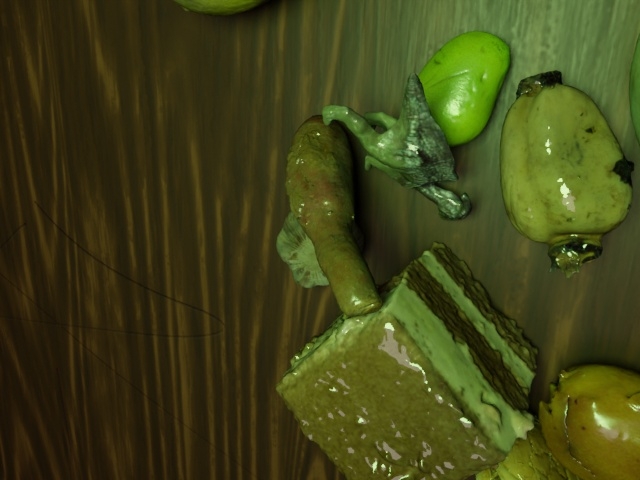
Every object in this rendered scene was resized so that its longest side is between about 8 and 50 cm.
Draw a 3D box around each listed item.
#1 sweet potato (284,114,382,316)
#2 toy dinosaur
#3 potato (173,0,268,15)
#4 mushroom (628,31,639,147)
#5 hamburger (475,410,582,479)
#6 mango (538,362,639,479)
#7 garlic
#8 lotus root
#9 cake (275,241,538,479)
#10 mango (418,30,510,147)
[{"bbox_3d":[0.008,-0.050,0.752,0.109,0.385,0.109,-5,141,-4],"label":"sweet potato"},{"bbox_3d":[0.122,-0.121,0.729,0.162,0.294,0.077,21,81,36],"label":"toy dinosaur"},{"bbox_3d":[-0.073,-0.445,0.741,0.397,0.290,0.296,10,149,-15],"label":"potato"},{"bbox_3d":[0.471,-0.151,0.494,0.352,0.260,0.352,53,160,28],"label":"mushroom"},{"bbox_3d":[0.316,0.364,0.780,0.214,0.213,0.108,50,121,4],"label":"hamburger"},{"bbox_3d":[0.446,0.283,0.725,0.287,0.152,0.201,35,108,11],"label":"mango"},{"bbox_3d":[0.000,0.000,0.885,0.147,0.102,0.159,3,119,11],"label":"garlic"},{"bbox_3d":[0.314,-0.088,0.683,0.154,0.140,0.257,-9,92,41],"label":"lotus root"},{"bbox_3d":[0.131,0.187,0.776,0.255,0.290,0.282,-44,82,28],"label":"cake"},{"bbox_3d":[0.190,-0.210,0.739,0.117,0.089,0.163,26,104,26],"label":"mango"}]
